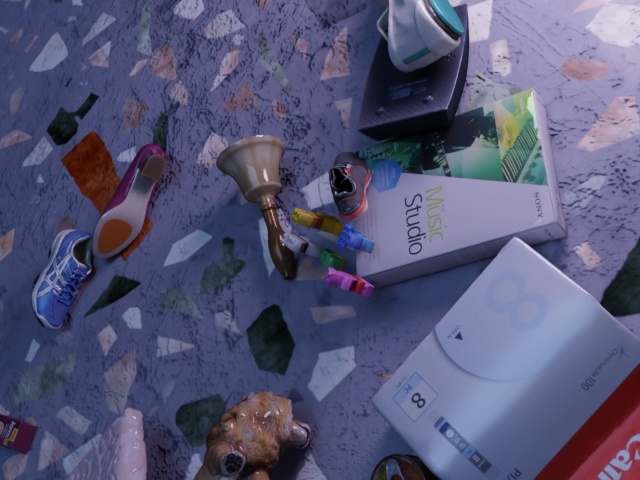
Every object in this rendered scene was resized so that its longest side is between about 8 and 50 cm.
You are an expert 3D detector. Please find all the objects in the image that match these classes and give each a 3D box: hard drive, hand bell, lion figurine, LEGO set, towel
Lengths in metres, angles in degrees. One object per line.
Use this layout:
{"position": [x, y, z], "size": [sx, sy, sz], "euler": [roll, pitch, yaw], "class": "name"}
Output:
{"position": [0.159, -0.270, 1.475], "size": [0.172, 0.054, 0.254], "euler": [-10, 47, 30], "class": "hard drive"}
{"position": [-0.087, -0.046, 1.551], "size": [0.126, 0.126, 0.242], "euler": [-27, 67, 21], "class": "hand bell"}
{"position": [-0.154, 0.391, 1.289], "size": [0.392, 0.142, 0.240], "euler": [-54, 9, -9], "class": "lion figurine"}
{"position": [0.000, 0.000, 1.408], "size": [0.227, 0.093, 0.087], "euler": [34, 105, 57], "class": "LEGO set"}
{"position": [-0.368, 0.474, 1.413], "size": [0.317, 0.053, 0.331], "euler": [-48, 32, 20], "class": "towel"}

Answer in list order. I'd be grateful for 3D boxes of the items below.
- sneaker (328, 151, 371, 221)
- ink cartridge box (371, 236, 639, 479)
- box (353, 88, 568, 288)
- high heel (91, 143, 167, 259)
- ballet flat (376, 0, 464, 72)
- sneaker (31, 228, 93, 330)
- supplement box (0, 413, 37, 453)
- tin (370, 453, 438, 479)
{"position": [0.041, -0.100, 1.413], "size": [0.061, 0.065, 0.158], "euler": [-24, 38, 13], "class": "sneaker"}
{"position": [0.289, 0.224, 1.161], "size": [0.308, 0.091, 0.385], "euler": [-49, 49, 4], "class": "ink cartridge box"}
{"position": [0.198, -0.075, 1.386], "size": [0.322, 0.058, 0.232], "euler": [-17, 59, 26], "class": "box"}
{"position": [-0.378, -0.079, 1.780], "size": [0.244, 0.082, 0.117], "euler": [-63, 21, 9], "class": "high heel"}
{"position": [0.139, -0.412, 1.500], "size": [0.139, 0.139, 0.400], "euler": [-27, 38, 21], "class": "ballet flat"}
{"position": [-0.498, 0.072, 1.768], "size": [0.081, 0.080, 0.211], "euler": [-5, 66, 35], "class": "sneaker"}
{"position": [-0.582, 0.362, 1.707], "size": [0.083, 0.043, 0.054], "euler": [7, 71, 35], "class": "supplement box"}
{"position": [0.123, 0.379, 1.209], "size": [0.106, 0.040, 0.189], "euler": [-32, 59, 33], "class": "tin"}
